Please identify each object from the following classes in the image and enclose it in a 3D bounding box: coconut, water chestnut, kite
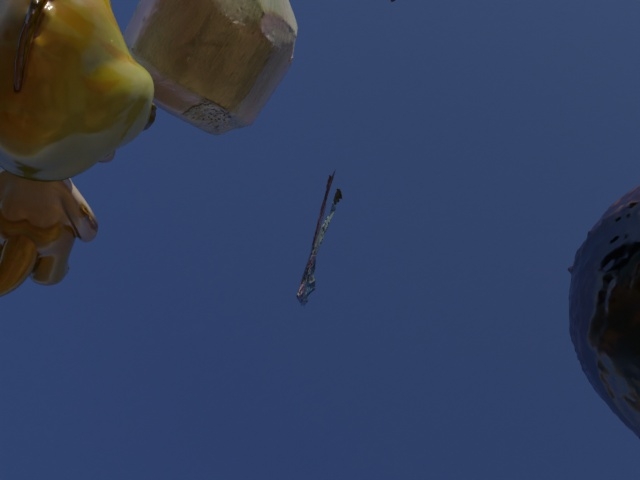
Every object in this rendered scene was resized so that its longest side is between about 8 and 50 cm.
[{"bbox_3d":[-0.104,-0.204,1.281,0.171,0.171,0.183,32,-89,15],"label":"coconut"},{"bbox_3d":[0.413,0.067,1.193,0.350,0.302,0.350,27,-39,24],"label":"water chestnut"},{"bbox_3d":[0.000,0.000,1.030,0.011,0.157,0.139,17,-57,3],"label":"kite"}]

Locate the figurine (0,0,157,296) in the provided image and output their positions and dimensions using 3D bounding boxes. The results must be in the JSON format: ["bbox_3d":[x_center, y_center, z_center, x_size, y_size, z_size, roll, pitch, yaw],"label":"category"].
[{"bbox_3d":[-0.193,-0.072,0.888,0.156,0.131,0.246,11,-53,0],"label":"figurine"}]
